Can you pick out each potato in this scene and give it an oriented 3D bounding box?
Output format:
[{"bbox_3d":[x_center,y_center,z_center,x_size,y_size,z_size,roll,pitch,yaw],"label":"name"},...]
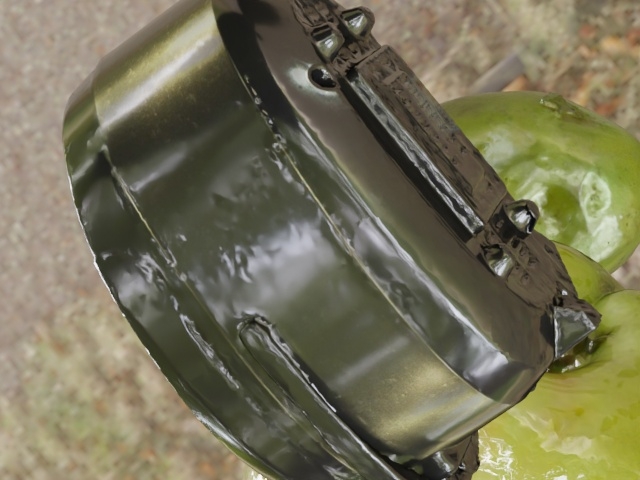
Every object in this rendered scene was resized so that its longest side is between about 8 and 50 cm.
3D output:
[{"bbox_3d":[0.145,-0.031,1.315,0.253,0.186,0.148,3,160,17],"label":"potato"}]

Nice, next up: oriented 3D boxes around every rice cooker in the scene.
[{"bbox_3d":[0.000,0.000,0.478,0.165,0.112,0.106,46,110,-3],"label":"rice cooker"}]

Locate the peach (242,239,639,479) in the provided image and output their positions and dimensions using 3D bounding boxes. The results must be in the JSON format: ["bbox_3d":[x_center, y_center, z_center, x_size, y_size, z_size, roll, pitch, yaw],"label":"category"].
[{"bbox_3d":[0.106,0.161,0.911,0.281,0.314,0.315,27,110,40],"label":"peach"}]
